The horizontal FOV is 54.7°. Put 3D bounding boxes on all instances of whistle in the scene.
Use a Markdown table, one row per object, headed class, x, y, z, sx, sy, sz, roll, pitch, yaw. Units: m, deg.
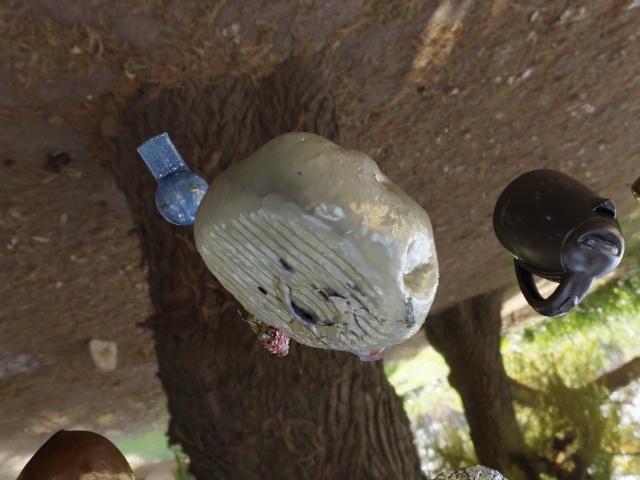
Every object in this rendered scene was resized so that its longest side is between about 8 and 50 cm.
| class | x | y | z | sx | sy | sz | roll | pitch | yaw |
| --- | --- | --- | --- | --- | --- | --- | --- | --- | --- |
| whistle | -0.215 | -0.079 | 0.925 | 0.090 | 0.158 | 0.090 | -26 | -161 | 10 |

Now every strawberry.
| class | x | y | z | sx | sy | sz | roll | pitch | yaw |
| --- | --- | --- | --- | --- | --- | --- | --- | --- | --- |
| strawberry | -0.136 | 0.236 | 1.723 | 0.087 | 0.167 | 0.208 | -36 | 163 | 0 |

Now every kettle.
| class | x | y | z | sx | sy | sz | roll | pitch | yaw |
| --- | --- | --- | --- | --- | --- | --- | --- | --- | --- |
| kettle | 0.485 | 0.014 | 1.254 | 0.207 | 0.268 | 0.290 | 17 | -163 | -11 |

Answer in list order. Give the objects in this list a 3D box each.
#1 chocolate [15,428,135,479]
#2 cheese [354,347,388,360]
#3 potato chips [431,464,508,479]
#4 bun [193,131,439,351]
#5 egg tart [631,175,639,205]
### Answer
| class | x | y | z | sx | sy | sz | roll | pitch | yaw |
| --- | --- | --- | --- | --- | --- | --- | --- | --- | --- |
| chocolate | -0.358 | 0.371 | 0.913 | 0.177 | 0.176 | 0.177 | -16 | 163 | -5 |
| cheese | 0.133 | 0.268 | 1.992 | 0.189 | 0.286 | 0.074 | -7 | -157 | 17 |
| potato chips | 0.210 | 0.361 | 0.804 | 0.209 | 0.142 | 0.026 | 33 | 142 | -18 |
| bun | 0.001 | 0.004 | 0.668 | 0.273 | 0.273 | 0.168 | -40 | -166 | 51 |
| egg tart | 0.802 | -0.112 | 1.363 | 0.171 | 0.215 | 0.215 | -40 | 156 | 18 |
